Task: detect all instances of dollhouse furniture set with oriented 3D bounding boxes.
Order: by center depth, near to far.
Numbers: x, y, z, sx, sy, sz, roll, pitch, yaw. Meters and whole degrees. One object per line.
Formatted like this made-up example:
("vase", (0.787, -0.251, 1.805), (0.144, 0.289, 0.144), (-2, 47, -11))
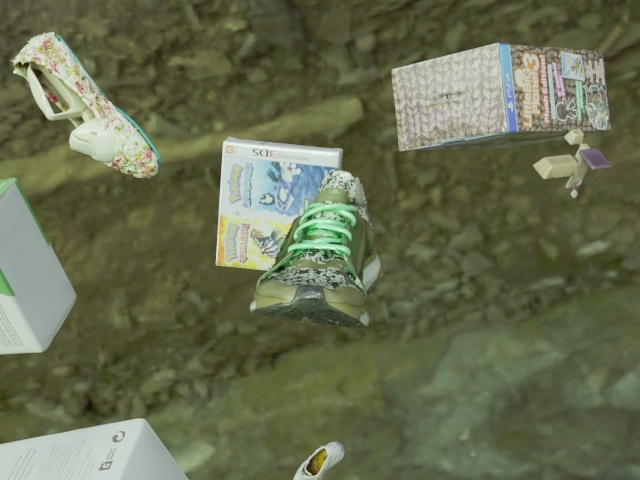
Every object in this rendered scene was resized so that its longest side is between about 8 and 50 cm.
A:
("dollhouse furniture set", (0.352, -0.106, 1.736), (0.114, 0.091, 0.081), (-8, 138, -27))

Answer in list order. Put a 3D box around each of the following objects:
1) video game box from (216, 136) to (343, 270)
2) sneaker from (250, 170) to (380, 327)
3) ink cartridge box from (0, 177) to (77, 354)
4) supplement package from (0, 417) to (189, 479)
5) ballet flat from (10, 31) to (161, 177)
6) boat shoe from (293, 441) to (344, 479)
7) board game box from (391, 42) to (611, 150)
("video game box", (-0.066, -0.052, 1.834), (0.187, 0.205, 0.048), (6, -167, 8))
("sneaker", (0.000, 0.000, 1.536), (0.158, 0.182, 0.410), (4, -169, 4))
("ink cartridge box", (-0.488, 0.042, 1.487), (0.278, 0.117, 0.201), (-5, 126, 20))
("supplement package", (-0.204, 0.269, 0.749), (0.263, 0.199, 0.198), (-13, 124, 24))
("ballet flat", (-0.306, -0.160, 1.480), (0.077, 0.241, 0.091), (-36, 170, -35))
("boat shoe", (-0.011, 0.294, 1.492), (0.035, 0.035, 0.100), (1, 141, -48))
("board game box", (0.306, -0.235, 1.953), (0.291, 0.141, 0.232), (-5, 179, -43))
